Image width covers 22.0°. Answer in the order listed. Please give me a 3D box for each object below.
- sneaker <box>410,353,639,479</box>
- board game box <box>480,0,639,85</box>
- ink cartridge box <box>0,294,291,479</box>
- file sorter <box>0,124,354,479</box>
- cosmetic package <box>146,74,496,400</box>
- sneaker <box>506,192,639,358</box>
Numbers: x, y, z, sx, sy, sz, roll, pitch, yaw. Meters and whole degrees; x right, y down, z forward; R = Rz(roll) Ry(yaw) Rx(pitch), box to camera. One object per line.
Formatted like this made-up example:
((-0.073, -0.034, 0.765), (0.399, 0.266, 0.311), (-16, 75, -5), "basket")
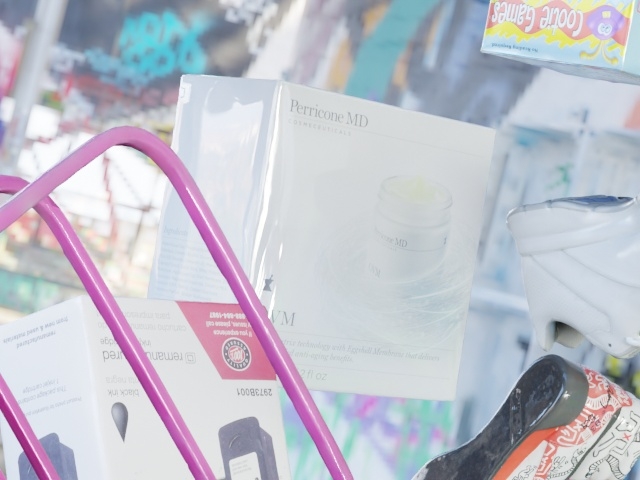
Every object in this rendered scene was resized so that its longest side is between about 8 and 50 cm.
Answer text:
((0.199, 0.231, 1.591), (0.145, 0.270, 0.090), (24, 29, -31), "sneaker")
((0.253, -0.276, 1.381), (0.142, 0.275, 0.144), (13, 5, 39), "board game box")
((-0.106, 0.163, 1.060), (0.100, 0.237, 0.172), (-20, -16, 38), "ink cartridge box")
((-0.159, 0.104, 0.595), (0.291, 0.202, 0.182), (-19, 16, 32), "file sorter")
((0.000, 0.000, 1.279), (0.224, 0.224, 0.138), (8, -1, -38), "cosmetic package")
((0.258, 0.022, 1.227), (0.111, 0.129, 0.297), (-4, -3, -29), "sneaker")
